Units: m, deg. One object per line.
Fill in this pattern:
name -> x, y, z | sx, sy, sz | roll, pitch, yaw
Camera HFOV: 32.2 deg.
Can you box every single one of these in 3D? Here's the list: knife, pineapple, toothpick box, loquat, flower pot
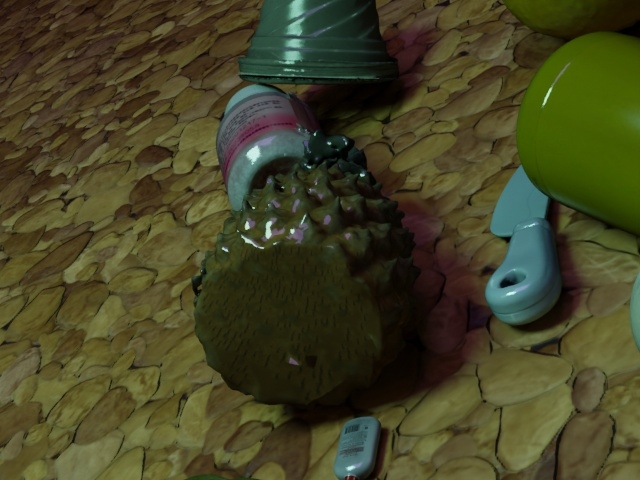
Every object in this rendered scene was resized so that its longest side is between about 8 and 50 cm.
knife -> 0.211, -0.021, 1.146 | 0.080, 0.044, 0.331 | -24, 24, 26
pineapple -> 0.002, 0.001, 1.148 | 0.223, 0.223, 0.357 | -20, 23, 18
toothpick box -> 0.320, -0.080, 0.998 | 0.175, 0.175, 0.271 | -37, 34, -12
loquat -> 0.329, -0.376, 1.365 | 0.275, 0.275, 0.275 | -22, 31, 14
flower pot -> -0.001, -0.287, 1.526 | 0.235, 0.141, 0.235 | 3, 11, -1

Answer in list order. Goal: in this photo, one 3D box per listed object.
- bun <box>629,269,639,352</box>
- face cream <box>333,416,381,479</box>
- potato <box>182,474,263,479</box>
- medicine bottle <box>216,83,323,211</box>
bun -> 0.314, 0.034, 0.827 | 0.172, 0.120, 0.173 | -13, -4, -1
face cream -> 0.031, 0.194, 0.991 | 0.040, 0.021, 0.083 | -16, 33, 25
potato -> -0.086, 0.282, 0.846 | 0.197, 0.148, 0.228 | -24, 30, 40
medicine bottle -> -0.061, -0.113, 1.412 | 0.147, 0.147, 0.247 | -29, 29, 4
